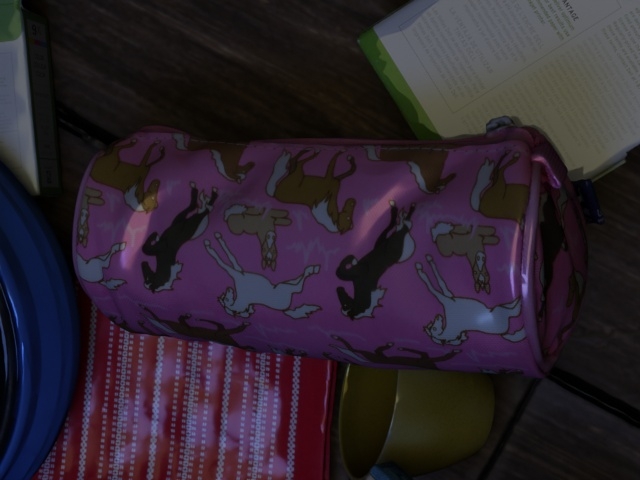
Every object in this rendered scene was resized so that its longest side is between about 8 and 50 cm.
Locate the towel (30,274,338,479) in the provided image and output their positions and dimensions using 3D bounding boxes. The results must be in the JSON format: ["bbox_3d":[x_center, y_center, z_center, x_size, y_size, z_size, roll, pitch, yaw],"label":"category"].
[{"bbox_3d":[-0.121,0.140,1.097,0.275,0.031,0.198,8,93,7],"label":"towel"}]

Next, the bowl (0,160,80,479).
[{"bbox_3d":[-0.391,0.074,1.065,0.391,0.077,0.391,3,104,13],"label":"bowl"}]

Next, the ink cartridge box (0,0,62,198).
[{"bbox_3d":[-0.284,-0.135,1.085,0.109,0.062,0.209,-5,92,8],"label":"ink cartridge box"}]

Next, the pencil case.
[{"bbox_3d":[0.000,0.000,0.954,0.386,0.160,0.167,2,57,29],"label":"pencil case"}]

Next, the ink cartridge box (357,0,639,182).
[{"bbox_3d":[0.187,-0.143,1.001,0.255,0.097,0.188,-32,89,11],"label":"ink cartridge box"}]

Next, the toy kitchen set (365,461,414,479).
[{"bbox_3d":[0.132,0.224,0.997,0.166,0.207,0.122,40,97,22],"label":"toy kitchen set"}]

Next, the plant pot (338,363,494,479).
[{"bbox_3d":[0.080,0.130,1.032,0.095,0.134,0.134,11,95,-16],"label":"plant pot"}]
